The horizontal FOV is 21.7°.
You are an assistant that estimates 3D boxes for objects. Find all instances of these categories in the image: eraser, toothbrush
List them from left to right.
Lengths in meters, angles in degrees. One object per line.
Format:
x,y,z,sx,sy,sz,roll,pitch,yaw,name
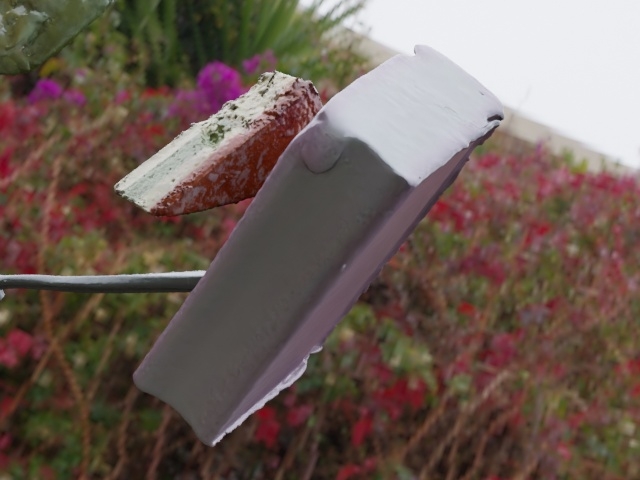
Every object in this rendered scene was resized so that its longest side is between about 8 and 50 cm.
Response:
-0.246,0.048,1.794,0.297,0.030,0.030,-2,-51,16,toothbrush
0.000,0.000,1.593,0.122,0.272,0.359,41,-57,9,eraser

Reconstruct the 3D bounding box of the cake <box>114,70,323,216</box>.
-0.090,-0.068,1.688,0.086,0.220,0.116,28,-27,45,cake

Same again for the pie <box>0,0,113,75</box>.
-0.271,-0.267,1.332,0.302,0.302,0.067,11,-15,15,pie
